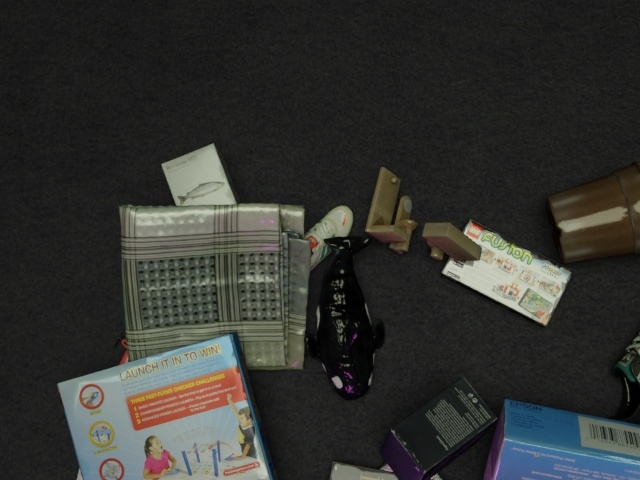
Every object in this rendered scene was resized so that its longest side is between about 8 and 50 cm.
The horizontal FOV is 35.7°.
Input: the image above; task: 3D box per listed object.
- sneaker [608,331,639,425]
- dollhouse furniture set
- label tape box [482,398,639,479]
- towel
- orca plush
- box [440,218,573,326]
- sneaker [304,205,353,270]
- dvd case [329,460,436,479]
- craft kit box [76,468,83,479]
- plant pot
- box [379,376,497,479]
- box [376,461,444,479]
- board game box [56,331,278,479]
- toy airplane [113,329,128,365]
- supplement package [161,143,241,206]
[{"bbox_3d":[0.576,0.197,1.711,0.121,0.108,0.302,14,84,0],"label":"sneaker"},{"bbox_3d":[0.191,-0.047,1.739,0.151,0.144,0.123,-1,67,40],"label":"dollhouse furniture set"},{"bbox_3d":[0.391,0.451,1.662,0.249,0.115,0.348,10,121,4],"label":"label tape box"},{"bbox_3d":[-0.177,0.086,1.710,0.324,0.056,0.312,-1,105,-6],"label":"towel"},{"bbox_3d":[0.064,0.136,1.721,0.151,0.102,0.287,12,85,-21],"label":"orca plush"},{"bbox_3d":[0.332,0.058,1.777,0.207,0.036,0.114,28,84,6],"label":"box"},{"bbox_3d":[0.000,0.000,1.779,0.057,0.075,0.161,45,86,7],"label":"sneaker"},{"bbox_3d":[0.114,0.481,1.706,0.221,0.018,0.165,10,81,3],"label":"dvd case"},{"bbox_3d":[-0.290,0.382,1.739,0.249,0.061,0.247,12,91,4],"label":"craft kit box"},{"bbox_3d":[0.486,-0.038,1.730,0.165,0.167,0.167,-13,82,8],"label":"plant pot"},{"bbox_3d":[0.193,0.326,1.662,0.158,0.156,0.093,-33,71,-18],"label":"box"},{"bbox_3d":[0.166,0.448,1.733,0.116,0.029,0.162,-42,83,-4],"label":"box"},{"bbox_3d":[-0.248,0.339,1.668,0.308,0.086,0.302,-16,87,3],"label":"board game box"},{"bbox_3d":[-0.303,0.212,1.786,0.151,0.028,0.151,0,87,5],"label":"toy airplane"},{"bbox_3d":[-0.199,-0.064,1.782,0.105,0.105,0.179,-22,81,1],"label":"supplement package"}]
